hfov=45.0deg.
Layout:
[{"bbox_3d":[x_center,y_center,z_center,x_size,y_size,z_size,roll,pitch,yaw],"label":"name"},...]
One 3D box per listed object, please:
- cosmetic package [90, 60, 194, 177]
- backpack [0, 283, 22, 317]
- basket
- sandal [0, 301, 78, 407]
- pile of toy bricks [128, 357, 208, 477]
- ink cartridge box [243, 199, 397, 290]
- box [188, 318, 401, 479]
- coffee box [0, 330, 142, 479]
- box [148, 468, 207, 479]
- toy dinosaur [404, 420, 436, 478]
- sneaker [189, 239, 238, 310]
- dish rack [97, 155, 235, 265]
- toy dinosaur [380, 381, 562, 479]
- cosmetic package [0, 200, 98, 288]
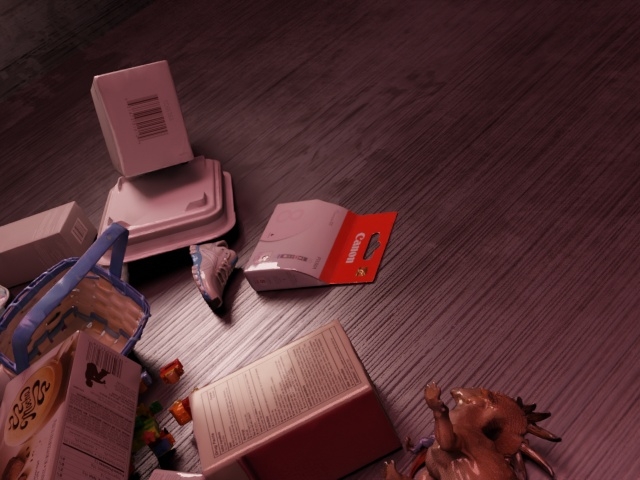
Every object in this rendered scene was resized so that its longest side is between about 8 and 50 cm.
[{"bbox_3d":[-0.404,-0.264,1.714,0.156,0.217,0.385,-17,10,-16],"label":"cosmetic package"},{"bbox_3d":[-0.718,0.174,1.500,0.253,0.191,0.225,-47,40,-19],"label":"backpack"},{"bbox_3d":[-0.396,0.135,1.227,0.201,0.289,0.255,33,47,2],"label":"basket"},{"bbox_3d":[-0.555,0.259,1.334,0.102,0.169,0.416,38,62,9],"label":"sandal"},{"bbox_3d":[-0.253,0.269,1.103,0.212,0.118,0.105,-34,16,-6],"label":"pile of toy bricks"},{"bbox_3d":[0.000,0.000,1.363,0.232,0.066,0.189,-10,37,30],"label":"ink cartridge box"},{"bbox_3d":[-0.036,0.235,1.010,0.232,0.127,0.149,-27,34,0],"label":"box"},{"bbox_3d":[-0.340,0.291,0.996,0.168,0.119,0.297,-34,37,24],"label":"coffee box"},{"bbox_3d":[-0.175,0.357,0.962,0.087,0.102,0.101,-6,39,31],"label":"box"},{"bbox_3d":[0.149,0.250,0.966,0.082,0.047,0.090,-7,71,12],"label":"toy dinosaur"},{"bbox_3d":[-0.188,0.051,1.408,0.082,0.071,0.191,-21,34,-2],"label":"sneaker"},{"bbox_3d":[-0.327,-0.080,1.606,0.285,0.072,0.333,-16,28,0],"label":"dish rack"},{"bbox_3d":[0.183,0.272,0.840,0.127,0.200,0.296,-45,41,46],"label":"toy dinosaur"},{"bbox_3d":[-0.637,0.014,1.723,0.237,0.107,0.127,-18,35,17],"label":"cosmetic package"}]
